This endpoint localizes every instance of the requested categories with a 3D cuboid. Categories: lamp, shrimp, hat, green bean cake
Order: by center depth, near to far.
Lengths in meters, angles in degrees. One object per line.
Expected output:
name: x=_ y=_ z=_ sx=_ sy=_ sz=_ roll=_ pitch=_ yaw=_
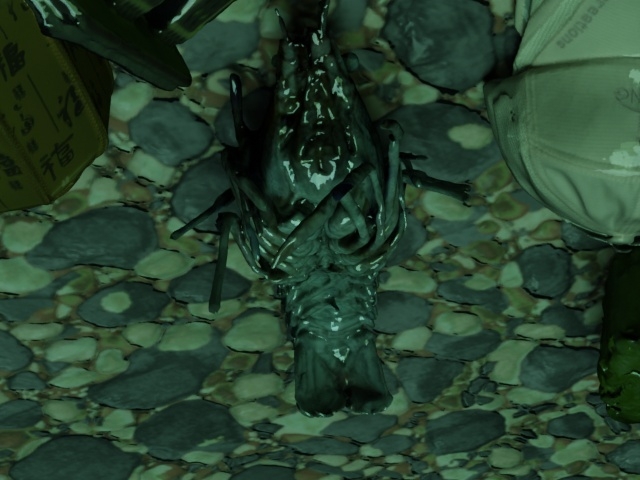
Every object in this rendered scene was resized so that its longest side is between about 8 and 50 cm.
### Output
lamp: x=-0.222 y=-0.113 z=0.870 sx=0.161 sy=0.161 sz=0.185 roll=-12 pitch=142 yaw=10
hat: x=0.237 y=-0.103 z=0.938 sx=0.219 sy=0.164 sz=0.226 roll=-1 pitch=162 yaw=-6
shrimp: x=-0.001 y=-0.005 z=1.028 sx=0.221 sy=0.166 sz=0.410 roll=-6 pitch=153 yaw=-1
green bean cake: x=0.343 y=0.085 z=1.163 sx=0.214 sy=0.113 sz=0.200 roll=2 pitch=152 yaw=8

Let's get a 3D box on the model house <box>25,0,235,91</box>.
model house: x=-0.050 y=-0.245 z=0.711 sx=0.278 sy=0.205 sz=0.218 roll=-36 pitch=172 yaw=9
